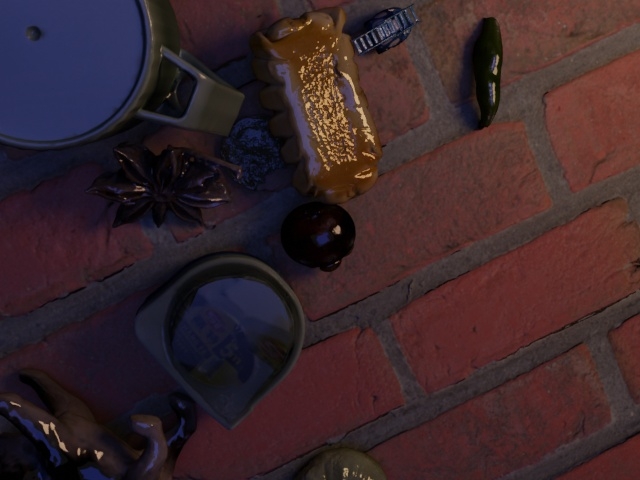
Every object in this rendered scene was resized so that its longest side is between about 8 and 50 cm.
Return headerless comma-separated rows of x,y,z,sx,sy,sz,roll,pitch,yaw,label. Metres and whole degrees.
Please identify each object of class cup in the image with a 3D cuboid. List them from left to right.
-0.309,-0.279,0.884,0.401,0.392,0.310,-7,107,-11,cup

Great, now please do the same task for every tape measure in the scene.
-0.159,0.154,1.106,0.262,0.138,0.259,-40,104,2,tape measure

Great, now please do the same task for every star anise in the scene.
-0.243,-0.094,1.038,0.262,0.081,0.230,-21,138,20,star anise

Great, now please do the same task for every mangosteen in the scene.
0.000,0.000,1.110,0.140,0.140,0.140,-1,101,-7,mangosteen

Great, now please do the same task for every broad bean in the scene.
0.290,-0.290,1.112,0.046,0.061,0.195,-2,101,-9,broad bean

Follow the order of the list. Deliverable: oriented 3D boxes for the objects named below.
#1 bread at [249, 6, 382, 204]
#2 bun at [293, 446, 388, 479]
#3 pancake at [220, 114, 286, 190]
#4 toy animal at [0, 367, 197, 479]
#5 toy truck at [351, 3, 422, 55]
-0.007,-0.212,1.058,0.173,0.121,0.311,-19,103,-15,bread
0.038,0.493,1.205,0.195,0.118,0.195,-1,103,-4,bun
-0.112,-0.157,1.109,0.129,0.022,0.116,-37,103,1,pancake
-0.410,0.406,1.095,0.344,0.194,0.303,11,94,-3,toy animal
0.099,-0.341,1.060,0.136,0.074,0.063,-35,105,-17,toy truck
